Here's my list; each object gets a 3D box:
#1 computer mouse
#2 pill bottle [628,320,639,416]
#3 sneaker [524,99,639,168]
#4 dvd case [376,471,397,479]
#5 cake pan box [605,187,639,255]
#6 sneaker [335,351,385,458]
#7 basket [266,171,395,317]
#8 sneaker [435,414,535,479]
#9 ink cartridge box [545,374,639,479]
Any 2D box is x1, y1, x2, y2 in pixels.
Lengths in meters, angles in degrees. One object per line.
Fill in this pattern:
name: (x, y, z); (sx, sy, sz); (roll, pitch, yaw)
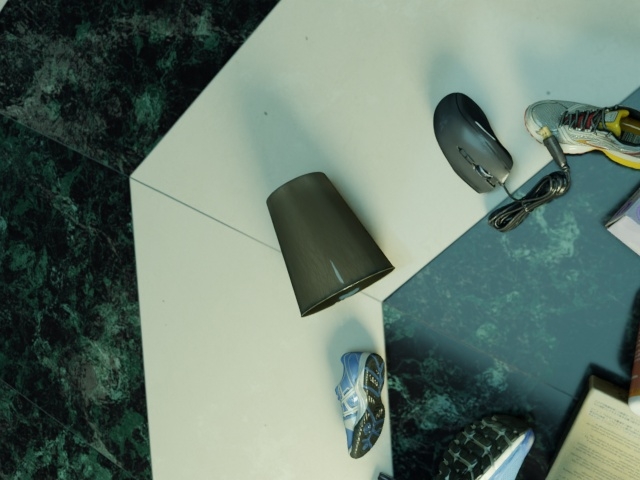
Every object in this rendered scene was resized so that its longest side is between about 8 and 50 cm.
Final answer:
computer mouse: (0.289, -0.152, 0.983); (0.184, 0.060, 0.262); (-36, 78, 47)
pill bottle: (0.530, 0.157, 0.862); (0.121, 0.121, 0.216); (11, 69, 23)
sneaker: (0.437, -0.184, 0.925); (0.225, 0.093, 0.088); (16, 79, 21)
dvd case: (0.157, 0.585, 1.142); (0.164, 0.018, 0.221); (20, 102, 23)
cake pan box: (0.580, -0.027, 0.826); (0.267, 0.070, 0.246); (-42, 75, -11)
sneaker: (0.074, 0.314, 1.141); (0.081, 0.080, 0.211); (8, 94, 41)
basket: (0.000, 0.000, 1.110); (0.204, 0.154, 0.227); (-33, 76, 24)
sneaker: (0.278, 0.458, 1.038); (0.147, 0.130, 0.330); (31, 95, -13)
ink cartridge box: (0.507, 0.357, 0.936); (0.234, 0.088, 0.193); (25, 104, 20)
